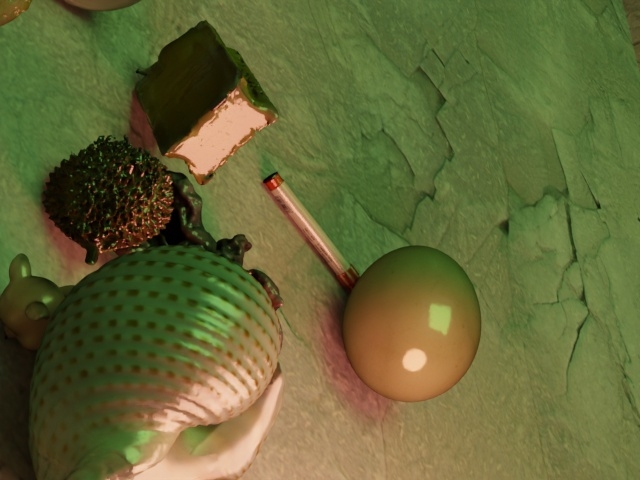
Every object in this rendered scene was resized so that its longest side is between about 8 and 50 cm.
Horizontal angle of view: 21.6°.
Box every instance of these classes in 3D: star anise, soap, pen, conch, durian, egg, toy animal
[{"bbox_3d":[-0.130,0.041,2.004,0.283,0.129,0.212,35,17,-45],"label":"star anise"},{"bbox_3d":[-0.147,-0.175,2.070,0.076,0.135,0.233,43,9,-32],"label":"soap"},{"bbox_3d":[0.000,0.000,2.353,0.239,0.028,0.028,51,29,-18],"label":"pen"},{"bbox_3d":[-0.185,0.158,1.675,0.215,0.319,0.303,39,-27,30],"label":"conch"},{"bbox_3d":[-0.232,-0.052,1.886,0.148,0.091,0.188,23,54,-11],"label":"durian"},{"bbox_3d":[0.127,0.108,2.292,0.188,0.188,0.254,48,34,-24],"label":"egg"},{"bbox_3d":[-0.281,0.073,1.752,0.150,0.083,0.089,22,91,-64],"label":"toy animal"}]

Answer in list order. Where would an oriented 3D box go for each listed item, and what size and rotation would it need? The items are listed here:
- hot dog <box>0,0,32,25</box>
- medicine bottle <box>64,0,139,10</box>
[{"bbox_3d":[-0.387,-0.270,1.906,0.078,0.061,0.169,37,43,22],"label":"hot dog"},{"bbox_3d":[-0.281,-0.443,2.143,0.157,0.157,0.289,35,37,-40],"label":"medicine bottle"}]
